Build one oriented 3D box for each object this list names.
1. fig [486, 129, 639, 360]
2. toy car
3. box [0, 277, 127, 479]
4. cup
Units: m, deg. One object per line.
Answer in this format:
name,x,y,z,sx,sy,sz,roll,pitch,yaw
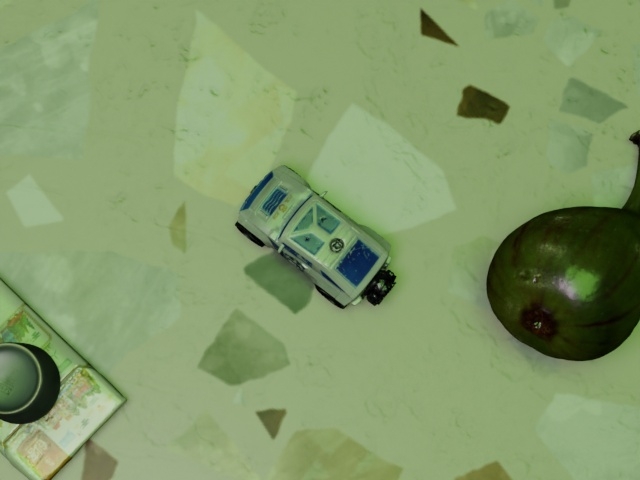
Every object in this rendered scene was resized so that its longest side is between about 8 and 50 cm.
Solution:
fig,0.276,0.008,1.553,0.151,0.151,0.259,41,55,5
toy car,0.000,0.000,1.552,0.170,0.070,0.080,38,81,5
box,-0.310,0.124,1.543,0.220,0.032,0.122,43,83,5
cup,-0.300,0.129,1.487,0.100,0.077,0.078,18,81,3
